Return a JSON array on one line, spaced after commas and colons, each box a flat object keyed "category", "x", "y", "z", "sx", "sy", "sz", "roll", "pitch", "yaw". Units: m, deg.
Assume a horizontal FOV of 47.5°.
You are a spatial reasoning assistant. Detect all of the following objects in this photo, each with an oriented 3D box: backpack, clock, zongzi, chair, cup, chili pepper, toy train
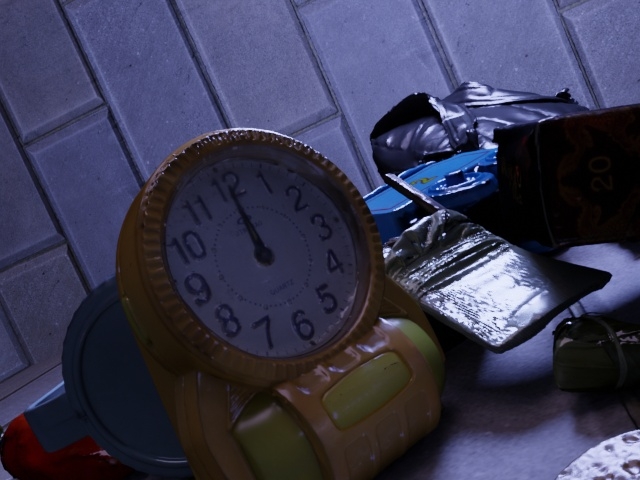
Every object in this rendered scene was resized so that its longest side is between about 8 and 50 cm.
[{"category": "backpack", "x": 0.304, "y": -0.187, "z": 1.484, "sx": 0.363, "sy": 0.255, "sz": 0.445, "roll": -29, "pitch": 28, "yaw": -32}, {"category": "clock", "x": -0.050, "y": 0.066, "z": 0.645, "sx": 0.244, "sy": 0.317, "sz": 0.200, "roll": -28, "pitch": -1, "yaw": -37}, {"category": "zongzi", "x": 0.247, "y": 0.084, "z": 0.581, "sx": 0.119, "sy": 0.055, "sz": 0.109, "roll": -10, "pitch": 4, "yaw": 18}, {"category": "chair", "x": 0.131, "y": 0.062, "z": 0.782, "sx": 0.160, "sy": 0.186, "sz": 0.319, "roll": -24, "pitch": 37, "yaw": -27}, {"category": "cup", "x": -0.177, "y": 0.114, "z": 0.912, "sx": 0.331, "sy": 0.257, "sz": 0.311, "roll": 2, "pitch": 10, "yaw": 7}, {"category": "chili pepper", "x": -0.362, "y": 0.291, "z": 1.008, "sx": 0.387, "sy": 0.110, "sz": 0.110, "roll": -11, "pitch": 13, "yaw": 47}, {"category": "toy train", "x": 0.206, "y": -0.031, "z": 1.108, "sx": 0.300, "sy": 0.188, "sz": 0.265, "roll": -30, "pitch": 17, "yaw": -36}]

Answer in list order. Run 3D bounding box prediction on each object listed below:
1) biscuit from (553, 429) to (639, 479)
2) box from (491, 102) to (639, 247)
[{"category": "biscuit", "x": 0.175, "y": 0.139, "z": 0.307, "sx": 0.170, "sy": 0.050, "sz": 0.170, "roll": -24, "pitch": 13, "yaw": 6}, {"category": "box", "x": 0.388, "y": -0.084, "z": 0.695, "sx": 0.415, "sy": 0.116, "sz": 0.264, "roll": -6, "pitch": 8, "yaw": 7}]
